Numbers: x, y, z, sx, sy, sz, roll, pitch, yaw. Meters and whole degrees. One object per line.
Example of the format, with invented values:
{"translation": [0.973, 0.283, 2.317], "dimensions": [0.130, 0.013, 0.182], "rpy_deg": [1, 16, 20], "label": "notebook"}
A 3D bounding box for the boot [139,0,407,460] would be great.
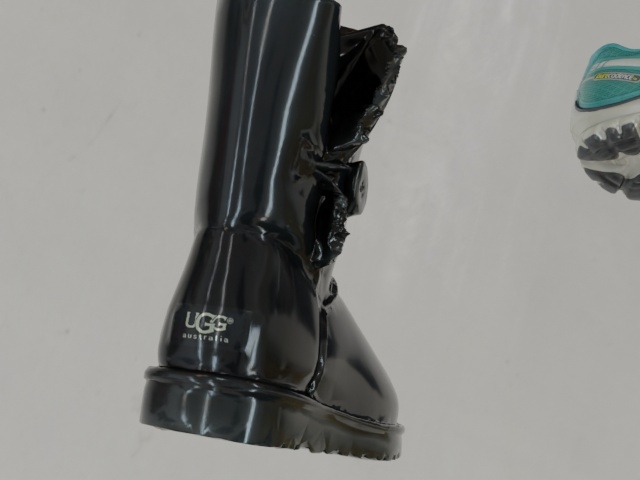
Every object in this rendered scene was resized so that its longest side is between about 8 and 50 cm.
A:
{"translation": [0.000, 0.000, 0.565], "dimensions": [0.094, 0.246, 0.207], "rpy_deg": [8, 81, 19], "label": "boot"}

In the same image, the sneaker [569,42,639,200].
{"translation": [0.288, -0.108, 0.699], "dimensions": [0.107, 0.275, 0.110], "rpy_deg": [50, 41, -47], "label": "sneaker"}
